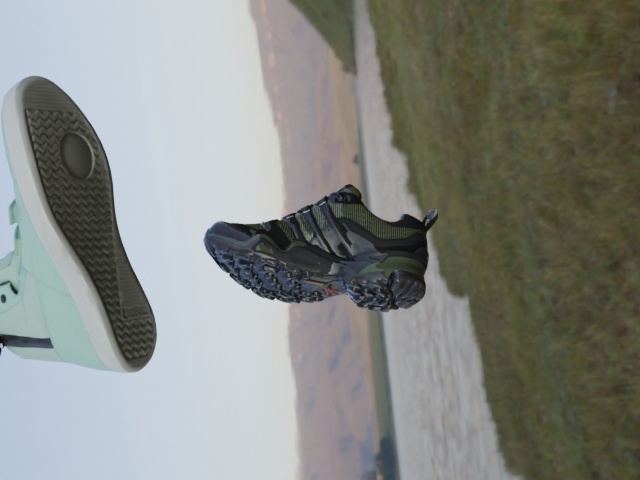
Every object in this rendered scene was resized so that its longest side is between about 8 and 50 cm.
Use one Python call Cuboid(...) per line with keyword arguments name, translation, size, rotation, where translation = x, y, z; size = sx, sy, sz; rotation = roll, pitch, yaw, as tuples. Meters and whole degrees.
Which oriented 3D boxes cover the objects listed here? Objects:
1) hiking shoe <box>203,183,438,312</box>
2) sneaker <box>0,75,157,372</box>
Cuboid(name="hiking shoe", translation=(0.000, 0.000, 0.911), size=(0.086, 0.227, 0.114), rotation=(80, -157, -56))
Cuboid(name="sneaker", translation=(-0.244, -0.002, 0.764), size=(0.094, 0.151, 0.255), rotation=(-46, -52, -57))
